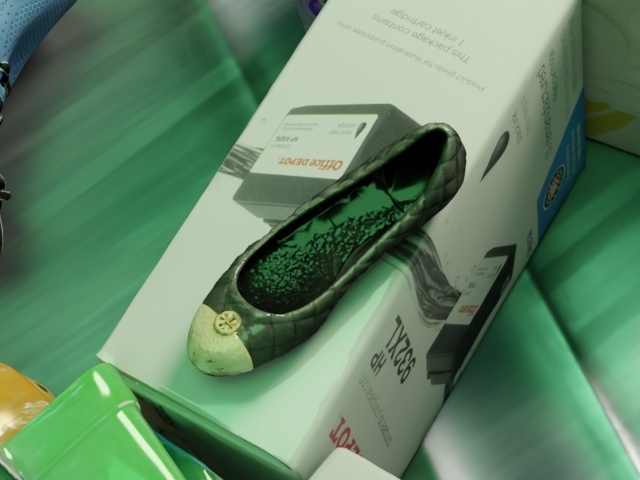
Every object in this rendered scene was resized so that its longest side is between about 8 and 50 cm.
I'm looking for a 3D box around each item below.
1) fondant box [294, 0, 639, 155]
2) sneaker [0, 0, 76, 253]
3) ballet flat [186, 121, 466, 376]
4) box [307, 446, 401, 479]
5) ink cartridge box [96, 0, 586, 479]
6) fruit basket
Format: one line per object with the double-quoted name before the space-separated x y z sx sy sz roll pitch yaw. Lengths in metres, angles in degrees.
"fondant box" 0.132 -0.165 1.009 0.330 0.238 0.096 23 73 19
"sneaker" -0.252 -0.053 1.111 0.147 0.130 0.330 32 78 7
"ballet flat" 0.000 0.000 0.815 0.173 0.049 0.057 -42 68 -9
"box" -0.030 0.303 0.768 0.168 0.215 0.345 30 48 19
"ink cartridge box" 0.027 0.005 0.959 0.129 0.223 0.307 27 74 18
"fruit basket" -0.187 0.118 0.899 0.165 0.327 0.353 -37 62 -19
